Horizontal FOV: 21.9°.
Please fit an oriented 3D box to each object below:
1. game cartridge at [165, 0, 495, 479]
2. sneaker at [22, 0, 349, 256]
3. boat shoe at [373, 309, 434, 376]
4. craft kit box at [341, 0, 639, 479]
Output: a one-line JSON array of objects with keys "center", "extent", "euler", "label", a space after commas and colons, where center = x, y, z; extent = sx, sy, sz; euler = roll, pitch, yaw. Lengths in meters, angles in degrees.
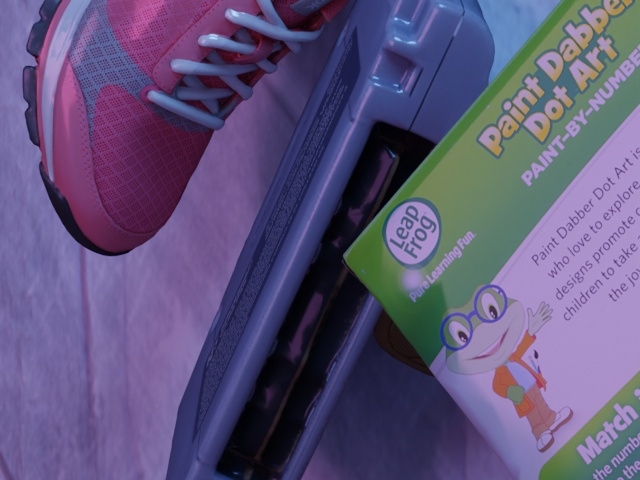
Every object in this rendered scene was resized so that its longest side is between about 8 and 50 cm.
[{"center": [0.000, 0.000, 0.813], "extent": [0.198, 0.062, 0.297], "euler": [-78, 12, -71], "label": "game cartridge"}, {"center": [-0.050, -0.132, 0.863], "extent": [0.136, 0.116, 0.314], "euler": [23, 94, 35], "label": "sneaker"}, {"center": [0.114, -0.030, 0.718], "extent": [0.277, 0.098, 0.096], "euler": [-48, 25, 47], "label": "boat shoe"}, {"center": [0.156, 0.009, 0.485], "extent": [0.250, 0.061, 0.246], "euler": [-49, 64, 26], "label": "craft kit box"}]
